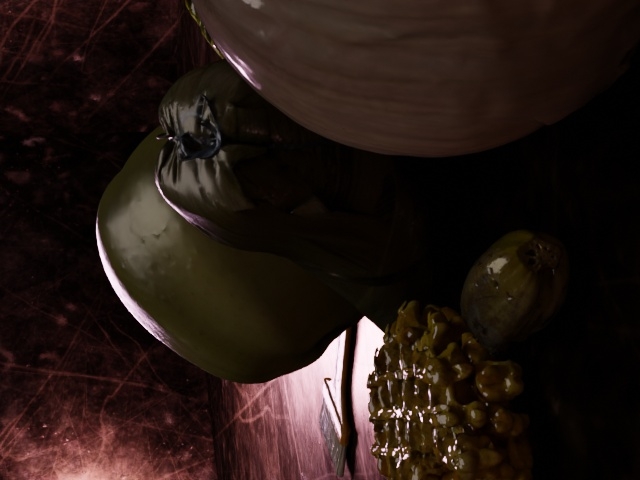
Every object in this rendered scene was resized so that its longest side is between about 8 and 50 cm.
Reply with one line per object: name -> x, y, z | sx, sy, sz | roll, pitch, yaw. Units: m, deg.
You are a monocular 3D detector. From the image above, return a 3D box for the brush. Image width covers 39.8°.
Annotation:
brush -> 0.023, 0.138, 1.015 | 0.103, 0.014, 0.272 | -116, 26, -58

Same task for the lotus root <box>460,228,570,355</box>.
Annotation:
lotus root -> 0.110, 0.032, 0.514 | 0.099, 0.054, 0.049 | 102, 150, -49

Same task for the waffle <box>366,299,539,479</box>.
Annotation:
waffle -> 0.086, 0.142, 0.615 | 0.197, 0.070, 0.193 | -130, 39, -70

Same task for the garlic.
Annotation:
garlic -> 0.041, -0.202, 0.429 | 0.322, 0.241, 0.321 | -18, 68, 55

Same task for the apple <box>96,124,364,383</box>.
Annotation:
apple -> -0.072, -0.005, 0.826 | 0.279, 0.279, 0.279 | 176, 90, -77

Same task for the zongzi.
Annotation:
zongzi -> 0.000, 0.000, 0.628 | 0.125, 0.251, 0.274 | 7, 109, 36

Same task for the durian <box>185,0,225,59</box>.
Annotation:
durian -> -0.069, -0.229, 1.012 | 0.355, 0.158, 0.169 | -115, 17, -49
